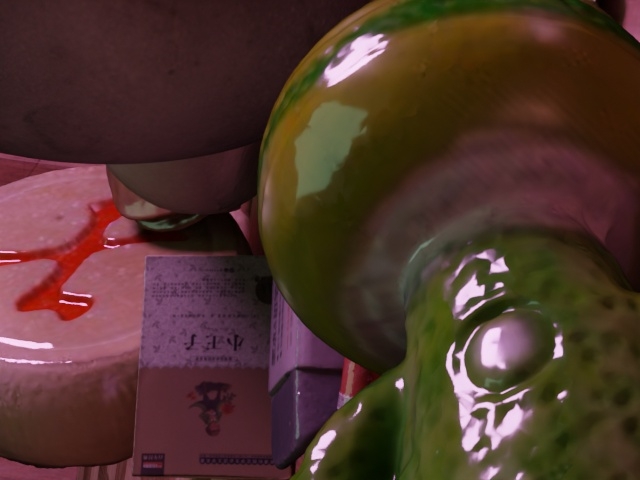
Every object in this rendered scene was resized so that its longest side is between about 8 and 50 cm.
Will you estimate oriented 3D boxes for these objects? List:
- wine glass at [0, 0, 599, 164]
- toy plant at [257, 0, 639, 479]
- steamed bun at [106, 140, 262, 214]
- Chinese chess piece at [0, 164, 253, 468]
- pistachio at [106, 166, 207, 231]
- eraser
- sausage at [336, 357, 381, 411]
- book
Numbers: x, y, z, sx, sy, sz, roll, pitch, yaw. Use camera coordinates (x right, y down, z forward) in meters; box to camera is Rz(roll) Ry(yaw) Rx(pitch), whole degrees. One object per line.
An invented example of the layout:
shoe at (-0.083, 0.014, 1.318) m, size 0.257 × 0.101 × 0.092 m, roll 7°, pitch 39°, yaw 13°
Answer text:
wine glass at (-0.042, -0.122, 0.812) m, size 0.190 × 0.357 × 0.190 m, roll -172°, pitch 90°, yaw -79°
toy plant at (0.072, 0.045, 0.587) m, size 0.315 × 0.224 × 0.184 m, roll -101°, pitch -15°, yaw -51°
steamed bun at (-0.103, -0.164, 1.279) m, size 0.283 × 0.177 × 0.283 m, roll 20°, pitch -90°, yaw -83°
Chinese chess piece at (-0.225, 0.067, 1.504) m, size 0.338 × 0.338 × 0.140 m, roll -102°, pitch 7°, yaw -54°
pistachio at (-0.111, -0.135, 1.488) m, size 0.213 × 0.163 × 0.260 m, roll -13°, pitch 65°, yaw 39°
eraser at (0.000, 0.000, 1.192) m, size 0.089 × 0.061 × 0.351 m, roll 129°, pitch 145°, yaw -64°
sausage at (0.021, 0.161, 1.089) m, size 0.034 × 0.034 × 0.253 m, roll -156°, pitch 74°, yaw -76°
book at (-0.088, 0.106, 1.342) m, size 0.016 × 0.139 × 0.198 m, roll 78°, pitch -167°, yaw -72°
